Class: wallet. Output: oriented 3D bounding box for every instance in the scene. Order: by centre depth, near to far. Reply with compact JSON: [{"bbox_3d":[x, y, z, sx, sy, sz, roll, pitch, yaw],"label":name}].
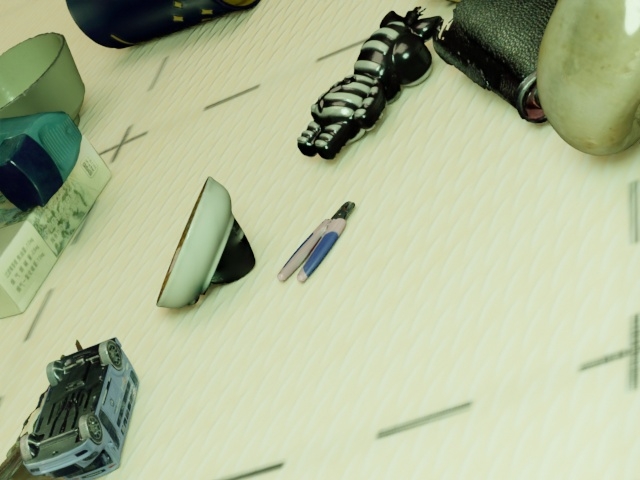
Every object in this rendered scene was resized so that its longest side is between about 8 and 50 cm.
[{"bbox_3d":[0.262,-0.228,1.566,0.262,0.071,0.221,-29,27,-6],"label":"wallet"}]

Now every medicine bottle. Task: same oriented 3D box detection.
[{"bbox_3d":[-0.386,-0.099,1.883,0.258,0.079,0.124,1,45,47],"label":"medicine bottle"}]

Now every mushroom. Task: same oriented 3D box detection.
[{"bbox_3d":[0.288,-0.171,1.334,0.209,0.206,0.206,-2,36,11],"label":"mushroom"}]

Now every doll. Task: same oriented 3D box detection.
[{"bbox_3d":[0.055,-0.170,1.692,0.091,0.067,0.219,10,57,49],"label":"doll"}]

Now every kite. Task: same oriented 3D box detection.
[{"bbox_3d":[-0.276,0.179,1.517,0.127,0.016,0.229,-42,17,35],"label":"kite"}]

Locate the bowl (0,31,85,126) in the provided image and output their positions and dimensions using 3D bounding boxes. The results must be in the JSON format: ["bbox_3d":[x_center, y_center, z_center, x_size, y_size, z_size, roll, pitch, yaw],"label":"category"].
[{"bbox_3d":[-0.406,-0.177,2.143,0.211,0.112,0.211,-26,28,15],"label":"bowl"}]

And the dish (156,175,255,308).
[{"bbox_3d":[-0.104,0.015,1.577,0.141,0.078,0.141,-157,90,-83],"label":"dish"}]

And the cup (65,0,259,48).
[{"bbox_3d":[-0.195,-0.368,2.222,0.256,0.255,0.178,-13,72,38],"label":"cup"}]

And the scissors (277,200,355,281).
[{"bbox_3d":[0.000,0.000,1.538,0.039,0.012,0.113,0,43,46],"label":"scissors"}]

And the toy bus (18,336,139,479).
[{"bbox_3d":[-0.215,0.164,1.446,0.073,0.076,0.167,-20,29,17],"label":"toy bus"}]

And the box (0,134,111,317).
[{"bbox_3d":[-0.377,-0.009,1.893,0.164,0.069,0.256,-14,34,33],"label":"box"}]
